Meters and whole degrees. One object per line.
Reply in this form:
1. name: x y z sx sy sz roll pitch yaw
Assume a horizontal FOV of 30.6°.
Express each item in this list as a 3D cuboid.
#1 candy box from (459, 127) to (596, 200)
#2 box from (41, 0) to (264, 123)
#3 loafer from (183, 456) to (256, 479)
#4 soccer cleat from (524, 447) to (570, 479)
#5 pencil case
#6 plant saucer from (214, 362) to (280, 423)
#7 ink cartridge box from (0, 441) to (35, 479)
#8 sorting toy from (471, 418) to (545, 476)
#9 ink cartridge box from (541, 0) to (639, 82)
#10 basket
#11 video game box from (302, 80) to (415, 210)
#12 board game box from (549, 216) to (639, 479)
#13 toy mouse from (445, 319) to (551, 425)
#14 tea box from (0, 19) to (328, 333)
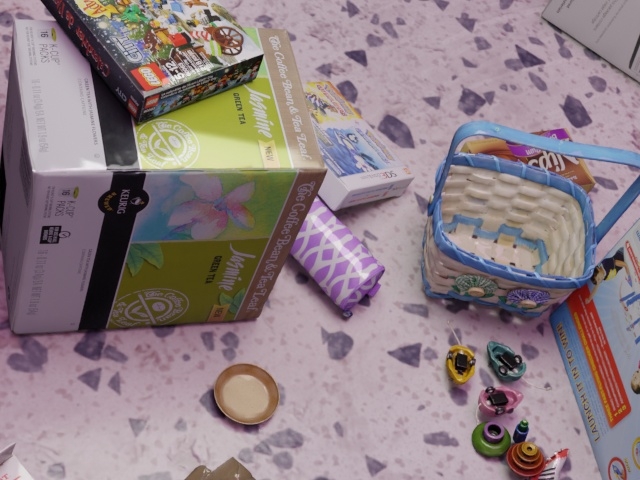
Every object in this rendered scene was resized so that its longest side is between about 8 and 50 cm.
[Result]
1. candy box: 0.309 -0.104 1.763 0.187 0.053 0.109 -9 61 -23
2. box: -0.194 -0.245 1.277 0.159 0.044 0.233 -27 67 -34
3. loafer: -0.144 0.290 1.340 0.148 0.056 0.050 -12 61 -37
4. soccer cleat: 0.297 0.299 1.502 0.083 0.029 0.035 -36 82 -31
5. pencil case: 0.000 0.000 1.567 0.206 0.086 0.088 48 21 13
6. plant saucer: -0.092 0.191 1.446 0.083 0.015 0.083 9 56 -13
7. ink cartridge box: -0.341 0.291 1.176 0.067 0.198 0.115 45 55 14
8. sorting toy: 0.244 0.255 1.489 0.102 0.042 0.061 33 53 23
9. ink cartridge box: 0.627 -0.397 2.000 0.395 0.166 0.285 36 54 6
10. basket: 0.266 -0.033 1.549 0.255 0.289 0.201 11 46 -6
11. video game box: 0.015 -0.138 1.643 0.205 0.048 0.187 49 28 16
12. board game box: 0.433 0.155 1.475 0.086 0.302 0.308 -1 58 -20
13. toy mouse: 0.233 0.188 1.545 0.143 0.031 0.161 13 44 -9
14. tea box: -0.204 -0.069 1.386 0.323 0.329 0.220 -3 57 -21
